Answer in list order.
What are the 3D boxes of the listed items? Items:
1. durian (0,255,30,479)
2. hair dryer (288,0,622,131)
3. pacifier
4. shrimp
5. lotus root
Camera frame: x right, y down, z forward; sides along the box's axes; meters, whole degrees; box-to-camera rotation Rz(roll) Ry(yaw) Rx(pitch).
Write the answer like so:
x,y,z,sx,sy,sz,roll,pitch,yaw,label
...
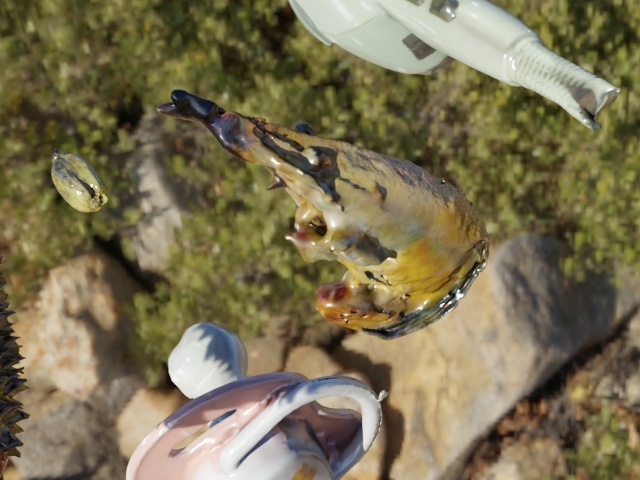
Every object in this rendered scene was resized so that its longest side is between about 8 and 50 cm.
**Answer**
x,y,z,sx,sy,sz,roll,pitch,yaw,label
-0.382,0.116,1.010,0.347,0.347,0.385,18,81,24,durian
0.019,-0.154,0.703,0.092,0.229,0.267,-54,20,3,hair dryer
-0.086,0.223,1.558,0.273,0.332,0.220,18,77,32,pacifier
0.004,-0.004,0.824,0.262,0.117,0.066,20,12,-35,shrimp
-0.301,-0.074,1.703,0.054,0.049,0.099,-31,65,-26,lotus root
